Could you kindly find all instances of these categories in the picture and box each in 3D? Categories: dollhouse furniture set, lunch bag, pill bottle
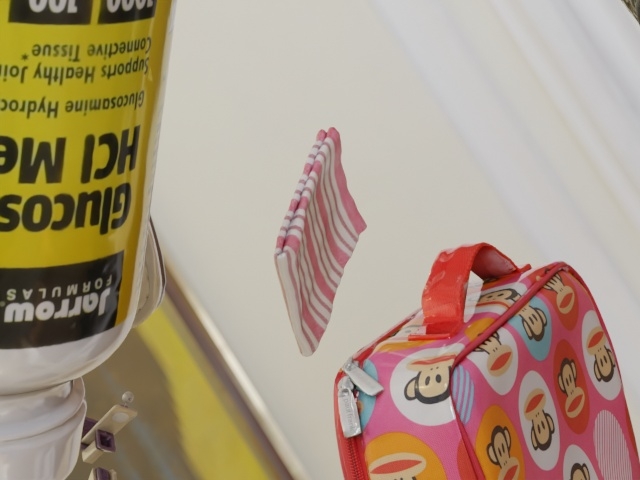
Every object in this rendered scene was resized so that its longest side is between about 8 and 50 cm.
[{"bbox_3d":[-0.234,0.176,1.846,0.114,0.081,0.091,23,-141,-33],"label":"dollhouse furniture set"},{"bbox_3d":[0.119,0.130,1.282,0.293,0.120,0.258,-27,-77,-62],"label":"lunch bag"},{"bbox_3d":[-0.178,-0.041,0.996,0.188,0.187,0.334,-130,45,-61],"label":"pill bottle"}]

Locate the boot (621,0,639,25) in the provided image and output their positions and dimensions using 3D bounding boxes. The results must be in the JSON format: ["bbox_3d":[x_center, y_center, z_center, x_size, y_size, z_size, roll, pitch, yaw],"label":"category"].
[{"bbox_3d":[0.269,-0.068,1.200,0.246,0.083,0.161,59,-169,-13],"label":"boot"}]

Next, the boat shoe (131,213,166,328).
[{"bbox_3d":[-0.230,-0.065,1.733,0.324,0.116,0.096,56,-167,9],"label":"boat shoe"}]

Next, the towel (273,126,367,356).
[{"bbox_3d":[0.000,0.000,1.947,0.144,0.029,0.197,74,-154,-42],"label":"towel"}]
